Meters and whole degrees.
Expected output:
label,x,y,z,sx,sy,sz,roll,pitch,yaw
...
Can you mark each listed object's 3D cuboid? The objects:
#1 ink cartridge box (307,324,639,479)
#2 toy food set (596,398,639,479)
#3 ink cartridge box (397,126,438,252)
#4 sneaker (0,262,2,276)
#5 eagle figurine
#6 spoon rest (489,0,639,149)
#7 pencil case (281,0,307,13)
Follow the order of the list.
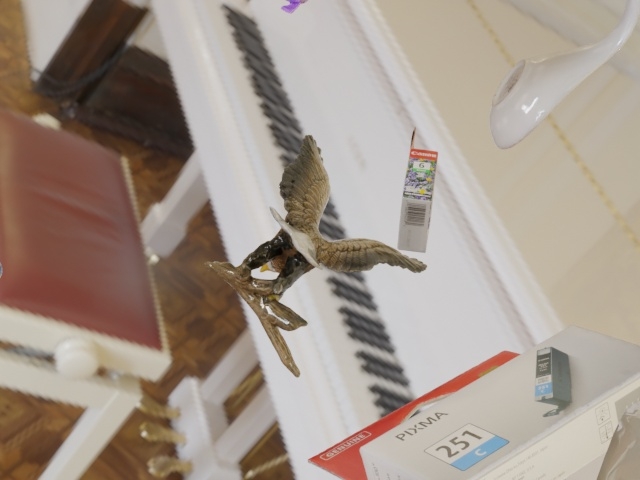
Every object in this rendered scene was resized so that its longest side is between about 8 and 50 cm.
label,x,y,z,sx,sy,sz,roll,pitch,yaw
ink cartridge box,0.164,0.174,1.201,0.296,0.066,0.261,-25,21,-28
toy food set,0.215,0.248,0.710,0.092,0.306,0.220,18,2,-1
ink cartridge box,0.093,-0.049,1.096,0.029,0.063,0.115,8,40,6
sneaker,-0.598,-0.036,1.782,0.296,0.131,0.112,31,30,21
eagle figurine,-0.007,0.000,1.600,0.225,0.226,0.298,18,43,41
spoon rest,0.302,-0.223,1.442,0.084,0.276,0.137,31,24,-10
pencil case,0.041,-0.307,1.177,0.206,0.088,0.086,-25,34,-17
